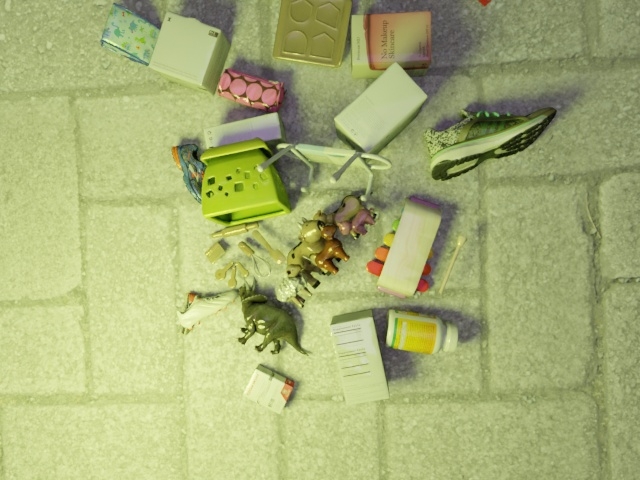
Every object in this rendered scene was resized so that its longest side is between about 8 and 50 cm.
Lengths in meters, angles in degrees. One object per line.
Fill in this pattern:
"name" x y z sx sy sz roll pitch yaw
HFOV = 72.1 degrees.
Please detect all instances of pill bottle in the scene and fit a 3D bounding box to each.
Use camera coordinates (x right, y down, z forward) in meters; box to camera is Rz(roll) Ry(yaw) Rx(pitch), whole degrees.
"pill bottle" 0.305 0.283 1.343 0.208 0.117 0.118 8 92 3

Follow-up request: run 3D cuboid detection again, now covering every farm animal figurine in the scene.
"farm animal figurine" 0.000 0.000 1.310 0.172 0.330 0.327 40 122 -1

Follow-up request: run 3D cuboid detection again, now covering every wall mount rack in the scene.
"wall mount rack" 0.004 -0.195 1.198 0.349 0.304 0.131 11 86 23

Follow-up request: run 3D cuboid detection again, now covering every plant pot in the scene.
"plant pot" -0.226 -0.173 1.317 0.226 0.228 0.207 -11 85 4

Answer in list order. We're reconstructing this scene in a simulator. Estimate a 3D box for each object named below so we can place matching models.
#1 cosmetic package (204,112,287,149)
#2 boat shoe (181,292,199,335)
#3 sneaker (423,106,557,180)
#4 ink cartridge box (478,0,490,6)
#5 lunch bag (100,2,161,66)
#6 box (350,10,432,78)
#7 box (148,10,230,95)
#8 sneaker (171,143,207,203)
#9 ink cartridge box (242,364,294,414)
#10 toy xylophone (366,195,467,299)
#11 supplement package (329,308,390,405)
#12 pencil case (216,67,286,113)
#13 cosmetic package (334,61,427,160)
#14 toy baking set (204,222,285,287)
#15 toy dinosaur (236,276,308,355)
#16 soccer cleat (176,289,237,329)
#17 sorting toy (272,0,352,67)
"cosmetic package" -0.228 -0.321 1.362 0.230 0.117 0.086 -10 92 5
"boat shoe" -0.430 0.237 1.426 0.043 0.049 0.137 14 90 6
"sneaker" 0.493 -0.338 1.310 0.409 0.158 0.182 -21 73 -1
"ink cartridge box" 0.487 -0.781 1.343 0.063 0.029 0.115 -43 88 4
"lunch bag" -0.597 -0.644 1.390 0.151 0.096 0.129 18 93 -26
"box" 0.208 -0.583 1.319 0.232 0.127 0.149 -1 92 4
"box" -0.402 -0.575 1.364 0.180 0.119 0.182 21 93 3
"sneaker" -0.393 -0.210 1.396 0.087 0.083 0.221 -24 93 -4
"ink cartridge box" -0.165 0.475 1.410 0.135 0.056 0.099 26 93 2
"toy xylophone" 0.297 0.037 1.353 0.236 0.081 0.323 28 93 3
"supplement package" 0.120 0.351 1.346 0.133 0.139 0.244 -12 91 6
"pencil case" -0.215 -0.470 1.370 0.209 0.095 0.098 16 128 1
"cosmetic package" 0.170 -0.356 1.279 0.224 0.224 0.138 -44 88 4
"toy baking set" -0.240 0.040 1.393 0.256 0.030 0.197 -17 78 8
"toy dinosaur" -0.159 0.265 1.374 0.313 0.121 0.160 34 100 5
"soccer cleat" -0.357 0.204 1.389 0.196 0.068 0.076 -31 97 -15
"sorting toy" -0.018 -0.707 1.378 0.228 0.041 0.308 10 92 8
